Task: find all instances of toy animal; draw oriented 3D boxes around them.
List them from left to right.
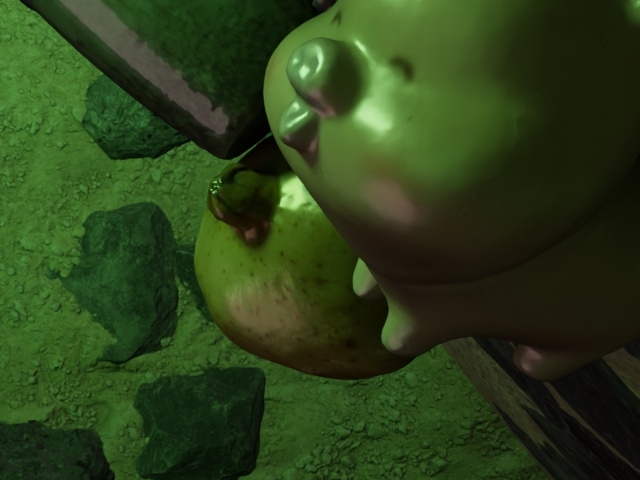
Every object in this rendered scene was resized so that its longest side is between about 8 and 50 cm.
[{"bbox_3d":[0.115,-0.043,0.432,0.326,0.269,0.237,11,-155,-35],"label":"toy animal"}]

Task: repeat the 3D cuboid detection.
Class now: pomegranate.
[{"bbox_3d":[0.000,0.000,0.970,0.410,0.410,0.410,50,177,4],"label":"pomegranate"}]

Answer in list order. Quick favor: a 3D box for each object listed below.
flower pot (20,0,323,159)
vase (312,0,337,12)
[{"bbox_3d":[-0.161,-0.285,0.886,0.330,0.293,0.293,47,177,0],"label":"flower pot"},{"bbox_3d":[0.035,-0.232,0.782,0.100,0.053,0.053,55,176,-12],"label":"vase"}]
